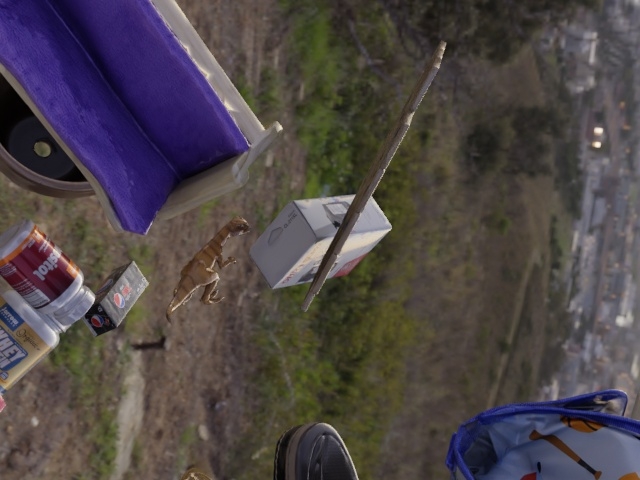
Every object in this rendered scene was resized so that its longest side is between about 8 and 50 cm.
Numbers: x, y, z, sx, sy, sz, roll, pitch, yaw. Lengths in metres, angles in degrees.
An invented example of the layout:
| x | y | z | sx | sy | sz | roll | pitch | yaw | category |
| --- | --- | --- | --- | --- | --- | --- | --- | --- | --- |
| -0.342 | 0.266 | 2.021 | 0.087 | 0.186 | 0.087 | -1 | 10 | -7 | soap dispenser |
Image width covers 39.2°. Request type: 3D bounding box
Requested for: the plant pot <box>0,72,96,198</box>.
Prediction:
| x | y | z | sx | sy | sz | roll | pitch | yaw | category |
| --- | --- | --- | --- | --- | --- | --- | --- | --- | --- |
| -0.402 | -0.173 | 1.372 | 0.263 | 0.229 | 0.263 | 6 | 76 | -26 | plant pot |

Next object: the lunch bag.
| x | y | z | sx | sy | sz | roll | pitch | yaw | category |
| --- | --- | --- | --- | --- | --- | --- | --- | --- | --- |
| 0.334 | 0.335 | 1.028 | 0.239 | 0.385 | 0.328 | -62 | 158 | -25 | lunch bag |

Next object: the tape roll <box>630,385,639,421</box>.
| x | y | z | sx | sy | sz | roll | pitch | yaw | category |
| --- | --- | --- | --- | --- | --- | --- | --- | --- | --- |
| 0.586 | 0.289 | 1.279 | 0.286 | 0.286 | 0.100 | -29 | 132 | -53 | tape roll |

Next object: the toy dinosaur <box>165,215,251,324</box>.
| x | y | z | sx | sy | sz | roll | pitch | yaw | category |
| --- | --- | --- | --- | --- | --- | --- | --- | --- | --- |
| -0.161 | 0.049 | 1.136 | 0.112 | 0.064 | 0.211 | 103 | 14 | -50 | toy dinosaur |

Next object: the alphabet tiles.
| x | y | z | sx | sy | sz | roll | pitch | yaw | category |
| --- | --- | --- | --- | --- | --- | --- | --- | --- | --- |
| 0.067 | -0.081 | 1.116 | 0.342 | 0.011 | 0.285 | -62 | -179 | 23 | alphabet tiles |

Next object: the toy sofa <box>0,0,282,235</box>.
| x | y | z | sx | sy | sz | roll | pitch | yaw | category |
| --- | --- | --- | --- | --- | --- | --- | --- | --- | --- |
| -0.221 | -0.193 | 0.979 | 0.362 | 0.150 | 0.177 | 55 | 42 | -18 | toy sofa |

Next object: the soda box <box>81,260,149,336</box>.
| x | y | z | sx | sy | sz | roll | pitch | yaw | category |
| --- | --- | --- | --- | --- | --- | --- | --- | --- | --- |
| -0.383 | 0.106 | 1.673 | 0.060 | 0.053 | 0.169 | 59 | 22 | -18 | soda box |

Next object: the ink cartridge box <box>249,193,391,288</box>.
| x | y | z | sx | sy | sz | roll | pitch | yaw | category |
| --- | --- | --- | --- | --- | --- | --- | --- | --- | --- |
| 0.000 | 0.000 | 1.339 | 0.175 | 0.072 | 0.127 | -9 | 149 | -48 | ink cartridge box |

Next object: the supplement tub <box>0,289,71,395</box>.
| x | y | z | sx | sy | sz | roll | pitch | yaw | category |
| --- | --- | --- | --- | --- | --- | --- | --- | --- | --- |
| -0.593 | 0.186 | 1.712 | 0.200 | 0.144 | 0.144 | -44 | 140 | -16 | supplement tub |

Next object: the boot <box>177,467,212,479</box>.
| x | y | z | sx | sy | sz | roll | pitch | yaw | category |
| --- | --- | --- | --- | --- | --- | --- | --- | --- | --- |
| -0.200 | 0.392 | 1.032 | 0.095 | 0.203 | 0.262 | 44 | 13 | -15 | boot |

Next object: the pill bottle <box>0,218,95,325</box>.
| x | y | z | sx | sy | sz | roll | pitch | yaw | category |
| --- | --- | --- | --- | --- | --- | --- | --- | --- | --- |
| -0.399 | 0.049 | 1.294 | 0.152 | 0.086 | 0.086 | 51 | 53 | -26 | pill bottle |

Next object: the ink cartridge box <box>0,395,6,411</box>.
| x | y | z | sx | sy | sz | roll | pitch | yaw | category |
| --- | --- | --- | --- | --- | --- | --- | --- | --- | --- |
| -0.761 | 0.343 | 1.484 | 0.384 | 0.279 | 0.160 | -65 | 150 | -51 | ink cartridge box |

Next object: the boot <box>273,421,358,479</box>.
| x | y | z | sx | sy | sz | roll | pitch | yaw | category |
| --- | --- | --- | --- | --- | --- | --- | --- | --- | --- |
| -0.084 | 0.408 | 1.159 | 0.138 | 0.284 | 0.377 | -22 | 108 | -52 | boot |
